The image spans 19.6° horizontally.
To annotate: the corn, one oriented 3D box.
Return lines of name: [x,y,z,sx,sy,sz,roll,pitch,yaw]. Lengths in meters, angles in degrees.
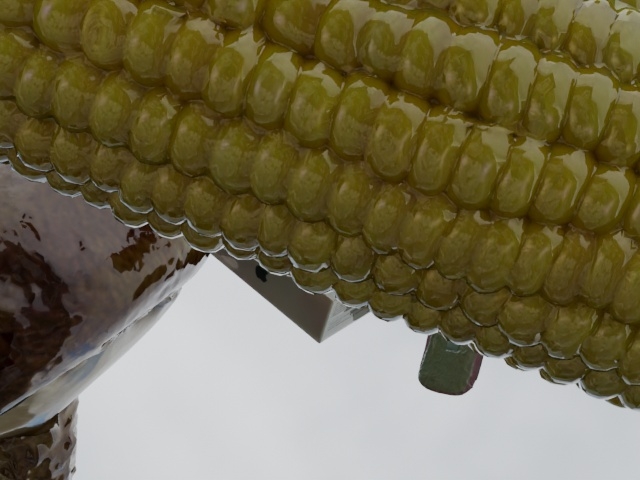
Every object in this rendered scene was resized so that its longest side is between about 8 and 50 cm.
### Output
corn: [0.029,-0.026,0.383,0.244,0.093,0.093,21,-30,3]

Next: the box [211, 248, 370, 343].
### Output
box: [0.000,0.000,1.392,0.129,0.130,0.051,39,-47,23]

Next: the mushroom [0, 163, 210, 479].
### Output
mushroom: [-0.210,0.065,1.306,0.259,0.345,0.345,58,-27,-10]

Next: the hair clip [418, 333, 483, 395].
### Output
hair clip: [0.107,0.052,1.460,0.054,0.022,0.137,9,-86,38]
